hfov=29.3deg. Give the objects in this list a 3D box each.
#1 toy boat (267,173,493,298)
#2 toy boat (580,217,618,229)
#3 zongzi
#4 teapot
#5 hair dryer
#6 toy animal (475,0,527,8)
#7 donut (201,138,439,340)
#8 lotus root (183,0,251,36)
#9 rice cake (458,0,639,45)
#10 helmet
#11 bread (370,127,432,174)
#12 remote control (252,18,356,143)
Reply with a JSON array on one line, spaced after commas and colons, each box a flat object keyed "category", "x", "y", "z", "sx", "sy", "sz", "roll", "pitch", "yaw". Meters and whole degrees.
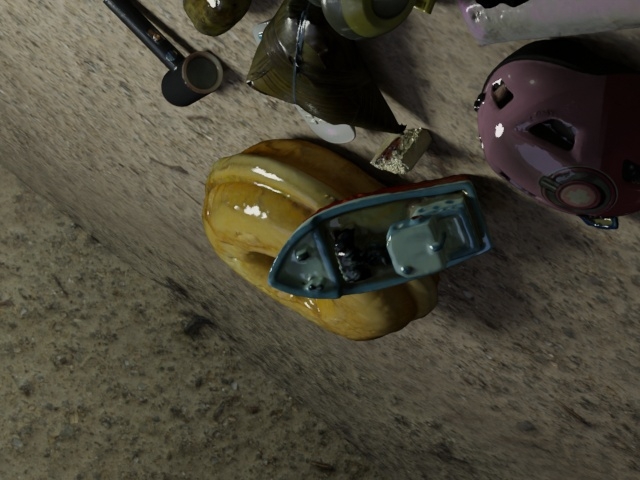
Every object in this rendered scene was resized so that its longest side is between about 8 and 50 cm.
[{"category": "toy boat", "x": 0.078, "y": 0.010, "z": 1.792, "sx": 0.332, "sy": 0.133, "sz": 0.145, "roll": -15, "pitch": 111, "yaw": 17}, {"category": "toy boat", "x": 0.318, "y": -0.096, "z": 1.558, "sx": 0.080, "sy": 0.046, "sz": 0.229, "roll": 10, "pitch": 149, "yaw": 50}, {"category": "zongzi", "x": 0.035, "y": -0.226, "z": 1.616, "sx": 0.242, "sy": 0.112, "sz": 0.221, "roll": 27, "pitch": 160, "yaw": -6}, {"category": "teapot", "x": 0.057, "y": -0.296, "z": 1.413, "sx": 0.166, "sy": 0.130, "sz": 0.119, "roll": 9, "pitch": -161, "yaw": -43}, {"category": "hair dryer", "x": -0.271, "y": -0.321, "z": 1.951, "sx": 0.255, "sy": 0.070, "sz": 0.128, "roll": 46, "pitch": 159, "yaw": -12}, {"category": "toy animal", "x": 0.183, "y": -0.319, "z": 1.112, "sx": 0.138, "sy": 0.166, "sz": 0.179, "roll": 0, "pitch": 135, "yaw": 22}, {"category": "donut", "x": 0.000, "y": 0.000, "z": 2.057, "sx": 0.449, "sy": 0.198, "sz": 0.449, "roll": 29, "pitch": 161, "yaw": 11}, {"category": "lotus root", "x": -0.139, "y": -0.332, "z": 1.668, "sx": 0.089, "sy": 0.081, "sz": 0.179, "roll": 58, "pitch": 161, "yaw": -4}, {"category": "rice cake", "x": 0.283, "y": -0.246, "z": 1.233, "sx": 0.399, "sy": 0.064, "sz": 0.070, "roll": 4, "pitch": 140, "yaw": 54}, {"category": "helmet", "x": 0.287, "y": -0.108, "z": 1.387, "sx": 0.253, "sy": 0.154, "sz": 0.198, "roll": 41, "pitch": 144, "yaw": 12}, {"category": "bread", "x": 0.116, "y": -0.130, "z": 1.763, "sx": 0.035, "sy": 0.070, "sz": 0.083, "roll": 44, "pitch": 163, "yaw": -25}, {"category": "remote control", "x": -0.015, "y": -0.230, "z": 1.774, "sx": 0.073, "sy": 0.044, "sz": 0.229, "roll": -2, "pitch": 133, "yaw": 41}]
